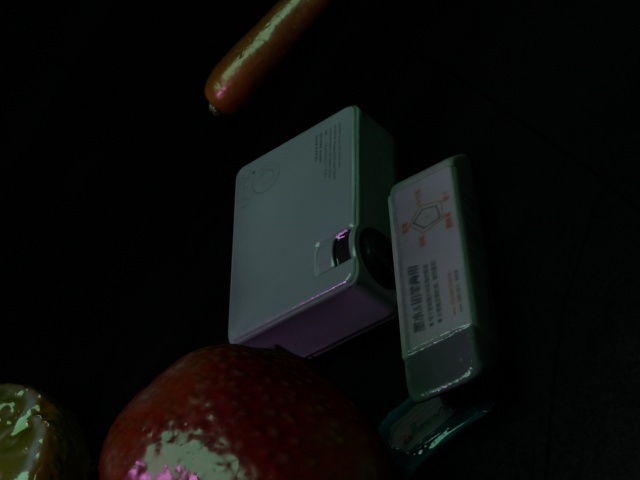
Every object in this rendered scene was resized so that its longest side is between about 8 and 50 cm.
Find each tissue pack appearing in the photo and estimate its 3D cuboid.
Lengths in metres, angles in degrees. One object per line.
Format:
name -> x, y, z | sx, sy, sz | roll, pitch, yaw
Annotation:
tissue pack -> 0.105, 0.182, 1.715 | 0.138, 0.028, 0.085 | -41, 42, 6

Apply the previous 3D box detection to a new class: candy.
candy -> -0.391, 0.292, 2.057 | 0.260, 0.118, 0.260 | -24, 47, 28

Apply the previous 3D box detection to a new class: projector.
projector -> 0.000, 0.000, 1.904 | 0.192, 0.099, 0.257 | -29, 42, 32

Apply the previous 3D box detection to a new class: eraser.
eraser -> 0.124, 0.031, 1.770 | 0.089, 0.061, 0.352 | -26, 40, 22

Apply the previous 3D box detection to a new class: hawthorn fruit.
hawthorn fruit -> -0.039, 0.257, 1.631 | 0.369, 0.285, 0.285 | 26, 79, 30

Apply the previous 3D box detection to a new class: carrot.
carrot -> -0.066, -0.249, 2.204 | 0.225, 0.067, 0.067 | -46, 38, 5
